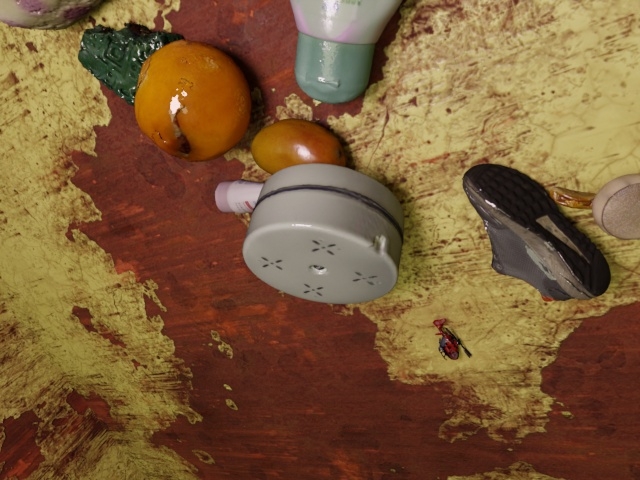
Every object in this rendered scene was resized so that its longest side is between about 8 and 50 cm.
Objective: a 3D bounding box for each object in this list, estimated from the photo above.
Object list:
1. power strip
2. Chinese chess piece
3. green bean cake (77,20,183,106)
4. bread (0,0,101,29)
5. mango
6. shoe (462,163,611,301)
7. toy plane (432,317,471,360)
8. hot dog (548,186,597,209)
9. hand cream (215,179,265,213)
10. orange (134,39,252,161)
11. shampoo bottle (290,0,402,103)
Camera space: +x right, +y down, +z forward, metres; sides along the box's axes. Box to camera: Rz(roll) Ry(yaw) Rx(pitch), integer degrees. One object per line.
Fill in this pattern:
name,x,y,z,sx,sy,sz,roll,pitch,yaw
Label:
power strip,0.000,0.000,0.954,0.357,0.161,0.357,9,149,5
Chinese chess piece,0.566,-0.061,0.795,0.122,0.051,0.122,5,119,9
green bean cake,-0.439,-0.431,0.995,0.208,0.107,0.193,38,128,0
bread,-0.532,-0.568,0.900,0.338,0.187,0.155,-14,105,30
mango,-0.050,-0.192,0.956,0.221,0.120,0.151,25,128,10
shoe,0.397,-0.003,0.885,0.336,0.132,0.171,46,150,6
toy plane,0.327,0.257,1.115,0.060,0.037,0.145,-26,108,29
hot dog,0.489,-0.079,0.840,0.090,0.034,0.030,14,124,16
hand cream,-0.133,-0.105,1.066,0.248,0.133,0.083,3,82,27
orange,-0.268,-0.291,0.923,0.246,0.246,0.246,11,123,18
shampoo bottle,0.039,-0.417,0.763,0.222,0.151,0.349,15,124,9
